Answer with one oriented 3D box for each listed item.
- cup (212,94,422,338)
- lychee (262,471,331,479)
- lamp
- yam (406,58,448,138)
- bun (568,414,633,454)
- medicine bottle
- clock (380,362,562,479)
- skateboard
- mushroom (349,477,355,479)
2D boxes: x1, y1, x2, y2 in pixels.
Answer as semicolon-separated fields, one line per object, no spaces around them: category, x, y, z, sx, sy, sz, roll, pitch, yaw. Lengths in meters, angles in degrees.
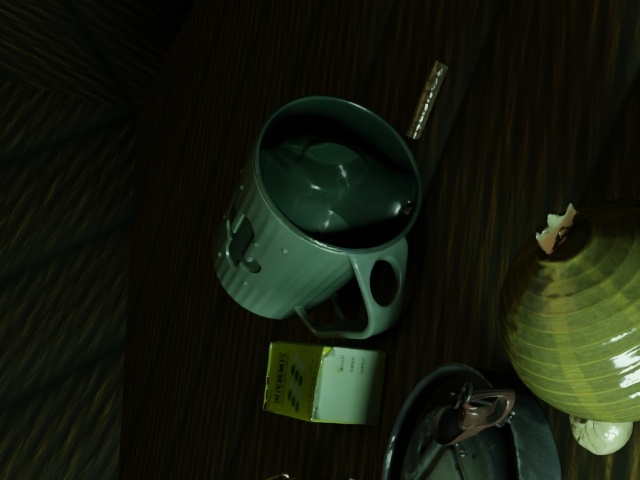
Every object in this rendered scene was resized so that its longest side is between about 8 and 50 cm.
cup;-0.023;-0.006;1.846;0.392;0.310;0.400;128;147;-55
lychee;-0.013;0.471;1.831;0.101;0.114;0.140;-28;81;28
lamp;0.299;0.062;1.090;0.250;0.284;0.250;-28;35;22
yam;0.189;-0.251;1.795;0.145;0.032;0.032;-69;25;19
bun;0.336;0.218;1.227;0.086;0.055;0.086;-38;47;55
medicine bottle;0.004;0.260;1.863;0.250;0.141;0.137;171;105;-65
clock;0.203;0.369;1.440;0.386;0.077;0.386;-169;90;-67
skateboard;0.194;0.224;1.325;0.151;0.080;0.067;-47;32;47
mushroom;0.076;0.489;1.524;0.068;0.043;0.306;-127;18;-56
